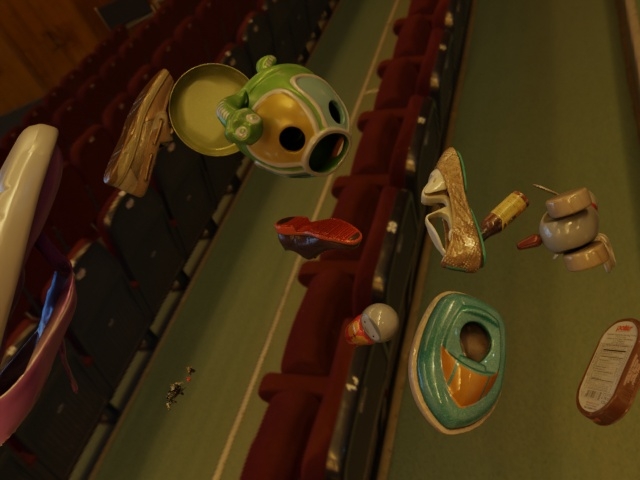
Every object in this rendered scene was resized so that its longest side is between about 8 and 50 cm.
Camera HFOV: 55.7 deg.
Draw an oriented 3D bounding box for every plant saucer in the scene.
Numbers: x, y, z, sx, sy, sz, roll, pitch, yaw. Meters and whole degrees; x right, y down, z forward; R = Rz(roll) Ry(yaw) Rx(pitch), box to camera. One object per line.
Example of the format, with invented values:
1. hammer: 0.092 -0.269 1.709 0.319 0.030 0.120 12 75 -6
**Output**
1. plant saucer: -0.274 -0.339 1.587 0.241 0.241 0.037 -37 9 -11

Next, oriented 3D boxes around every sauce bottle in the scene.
1. sauce bottle: 0.328 -0.038 1.119 0.128 0.042 0.042 -42 38 -6

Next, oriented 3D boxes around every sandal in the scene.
1. sandal: -0.252 0.117 0.483 0.169 0.102 0.416 5 80 57

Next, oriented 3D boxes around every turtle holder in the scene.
1. turtle holder: -0.067 -0.258 1.302 0.243 0.320 0.227 -47 61 0

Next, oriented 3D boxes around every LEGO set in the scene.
1. LEGO set: -0.259 0.263 1.095 0.023 0.054 0.083 25 53 13

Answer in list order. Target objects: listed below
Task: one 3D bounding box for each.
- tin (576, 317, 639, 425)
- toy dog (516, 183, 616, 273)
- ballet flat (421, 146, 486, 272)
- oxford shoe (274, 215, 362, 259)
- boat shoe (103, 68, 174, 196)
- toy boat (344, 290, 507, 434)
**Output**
1. tin: 0.496 0.218 1.020 0.190 0.040 0.106 -61 10 -11
2. toy dog: 0.511 -0.028 1.292 0.161 0.333 0.220 -17 76 27
3. ballet flat: 0.178 -0.048 0.853 0.067 0.073 0.206 -4 56 -3
4. oxford shoe: 0.000 0.000 1.605 0.271 0.098 0.097 11 32 40
5. boat shoe: -0.439 -0.275 1.547 0.121 0.110 0.341 -5 62 56
6. toy boat: 0.202 0.198 1.094 0.148 0.318 0.268 134 153 -63
